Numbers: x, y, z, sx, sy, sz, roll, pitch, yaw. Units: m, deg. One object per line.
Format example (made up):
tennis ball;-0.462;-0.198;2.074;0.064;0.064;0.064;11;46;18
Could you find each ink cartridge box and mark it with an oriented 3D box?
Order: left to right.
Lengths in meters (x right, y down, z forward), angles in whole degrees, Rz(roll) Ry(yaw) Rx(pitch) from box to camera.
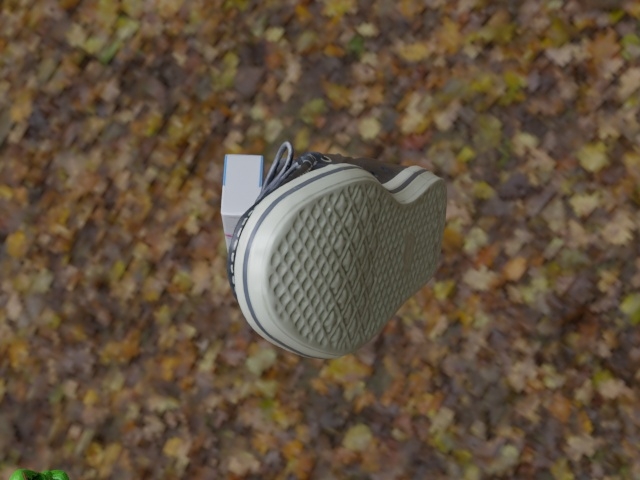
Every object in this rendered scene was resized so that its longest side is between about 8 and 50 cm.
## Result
ink cartridge box;-0.096;-0.042;1.804;0.052;0.122;0.088;2;63;1

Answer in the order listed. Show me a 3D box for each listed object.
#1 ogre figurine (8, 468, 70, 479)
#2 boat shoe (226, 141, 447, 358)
ogre figurine;-0.241;0.212;0.964;0.118;0.097;0.197;-33;19;8
boat shoe;0.000;0.000;1.405;0.156;0.500;0.186;10;101;16
